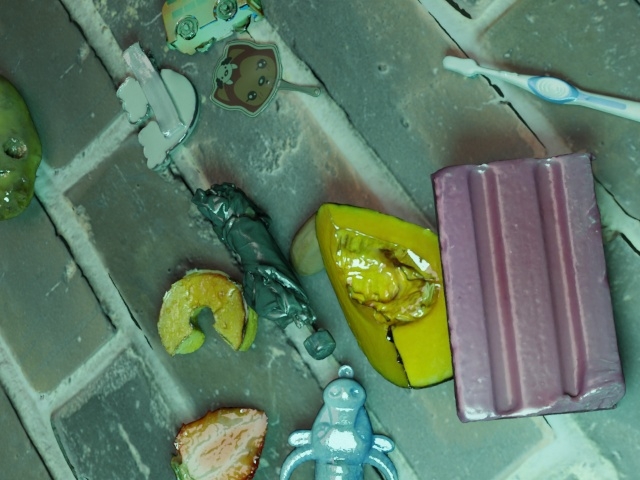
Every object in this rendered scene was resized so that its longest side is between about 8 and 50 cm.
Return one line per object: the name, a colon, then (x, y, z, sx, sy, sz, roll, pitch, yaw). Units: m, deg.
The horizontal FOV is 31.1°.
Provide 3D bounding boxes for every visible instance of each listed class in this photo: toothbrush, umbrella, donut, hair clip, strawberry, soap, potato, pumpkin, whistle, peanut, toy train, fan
toothbrush: (0.357, -0.224, 1.718, 0.386, 0.040, 0.040, 18, 88, 27)
umbrella: (-0.089, 0.050, 1.812, 0.094, 0.143, 0.349, -44, 64, 19)
donut: (-0.179, 0.118, 1.888, 0.181, 0.078, 0.146, -9, 75, 30)
hair clip: (-0.286, -0.245, 2.023, 0.140, 0.054, 0.220, -32, 71, 12)
strawberry: (-0.153, 0.332, 1.831, 0.187, 0.082, 0.146, -40, 72, 7)
soap: (0.287, 0.069, 1.612, 0.233, 0.128, 0.360, -6, 77, 5)
potato: (-0.612, -0.168, 2.112, 0.191, 0.141, 0.296, -22, 70, 3)
pumpkin: (0.119, 0.069, 1.743, 0.169, 0.148, 0.312, -23, 85, -21)
whistle: (0.030, 0.323, 1.738, 0.180, 0.093, 0.269, 3, 82, 0)
peanut: (0.000, 0.000, 1.823, 0.152, 0.076, 0.076, -46, 63, 34)
toy train: (-0.192, -0.395, 1.992, 0.188, 0.072, 0.099, -22, 72, 20)
fan: (-0.093, -0.270, 1.957, 0.220, 0.009, 0.132, 15, 89, 28)
